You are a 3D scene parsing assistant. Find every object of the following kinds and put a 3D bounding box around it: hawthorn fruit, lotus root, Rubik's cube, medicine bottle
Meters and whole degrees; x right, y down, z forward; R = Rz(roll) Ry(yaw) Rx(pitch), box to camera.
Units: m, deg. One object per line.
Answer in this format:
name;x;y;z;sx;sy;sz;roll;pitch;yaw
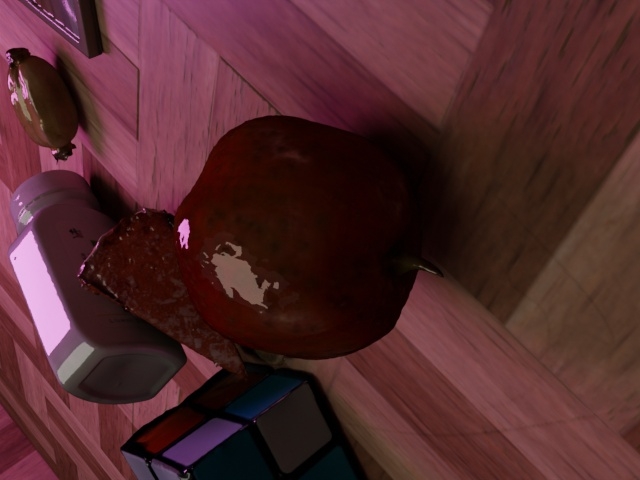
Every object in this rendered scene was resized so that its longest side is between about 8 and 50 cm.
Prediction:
hawthorn fruit;0.000;0.000;0.644;0.200;0.179;0.179;5;125;34
lotus root;-0.323;-0.158;1.058;0.073;0.062;0.150;2;125;28
Rubik's cube;-0.084;0.255;0.995;0.180;0.183;0.167;-4;117;55
medicine bottle;-0.278;0.049;1.077;0.111;0.161;0.296;-47;53;17

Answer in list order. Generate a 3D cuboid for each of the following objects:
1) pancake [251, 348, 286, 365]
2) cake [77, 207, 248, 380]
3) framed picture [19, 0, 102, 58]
pancake;-0.077;0.072;0.962;0.139;0.022;0.139;37;145;32
cake;-0.145;0.047;0.994;0.220;0.117;0.086;33;-177;-16
framed picture;-0.294;-0.333;0.890;0.192;0.018;0.265;38;146;30
